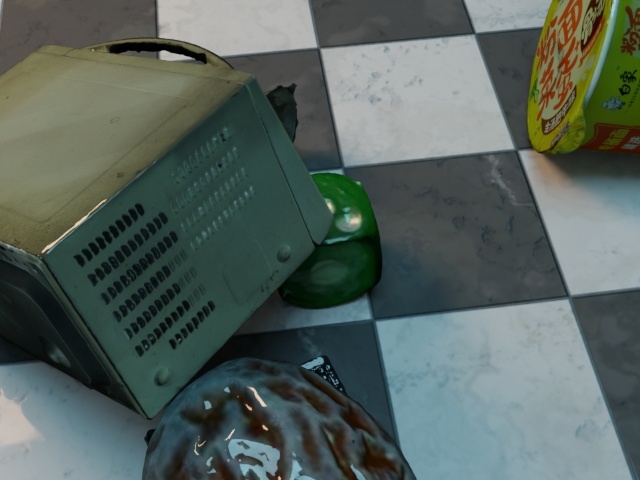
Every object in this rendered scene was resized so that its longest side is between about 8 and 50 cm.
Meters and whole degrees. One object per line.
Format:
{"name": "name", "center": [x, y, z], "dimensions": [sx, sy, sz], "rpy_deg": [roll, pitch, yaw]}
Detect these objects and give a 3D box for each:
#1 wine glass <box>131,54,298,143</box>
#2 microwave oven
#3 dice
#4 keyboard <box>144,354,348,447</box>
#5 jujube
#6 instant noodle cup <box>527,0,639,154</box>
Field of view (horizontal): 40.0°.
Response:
{"name": "wine glass", "center": [-0.163, -0.165, 1.195], "dimensions": [0.232, 0.156, 0.156], "rpy_deg": [19, 56, 20]}
{"name": "microwave oven", "center": [-0.239, -0.030, 0.961], "dimensions": [0.394, 0.247, 0.333], "rpy_deg": [17, 53, 41]}
{"name": "dice", "center": [0.000, 0.000, 1.076], "dimensions": [0.128, 0.131, 0.120], "rpy_deg": [-12, 52, -7]}
{"name": "keyboard", "center": [-0.081, 0.201, 0.995], "dimensions": [0.231, 0.023, 0.072], "rpy_deg": [-22, 59, -15]}
{"name": "jujube", "center": [-0.025, 0.264, 0.829], "dimensions": [0.308, 0.215, 0.246], "rpy_deg": [39, 60, 20]}
{"name": "instant noodle cup", "center": [0.430, -0.238, 1.167], "dimensions": [0.221, 0.311, 0.311], "rpy_deg": [12, 54, -2]}
